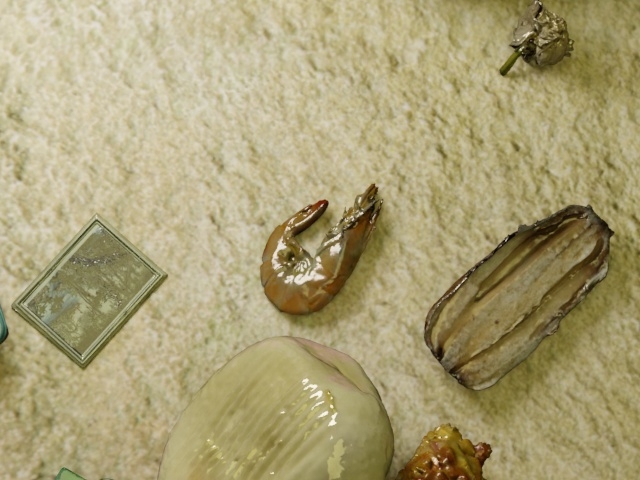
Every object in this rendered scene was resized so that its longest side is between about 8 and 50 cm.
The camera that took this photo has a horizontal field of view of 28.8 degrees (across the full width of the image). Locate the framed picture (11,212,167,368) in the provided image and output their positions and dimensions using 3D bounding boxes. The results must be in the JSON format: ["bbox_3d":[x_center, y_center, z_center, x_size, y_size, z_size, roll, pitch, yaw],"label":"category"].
[{"bbox_3d":[-0.333,0.071,1.799,0.142,0.011,0.183,41,80,4],"label":"framed picture"}]

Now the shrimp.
[{"bbox_3d":[0.001,0.001,1.822,0.133,0.053,0.236,32,82,23],"label":"shrimp"}]

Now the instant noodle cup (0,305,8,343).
[{"bbox_3d":[-0.530,0.085,1.755,0.157,0.070,0.179,-18,82,-5],"label":"instant noodle cup"}]

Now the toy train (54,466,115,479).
[{"bbox_3d":[-0.331,0.436,1.635,0.145,0.202,0.266,28,76,4],"label":"toy train"}]

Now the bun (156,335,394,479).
[{"bbox_3d":[-0.042,0.304,1.661,0.213,0.361,0.361,35,76,-40],"label":"bun"}]

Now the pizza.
[{"bbox_3d":[0.184,0.345,1.683,0.289,0.081,0.228,32,43,-36],"label":"pizza"}]

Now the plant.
[{"bbox_3d":[0.311,-0.296,1.864,0.122,0.116,0.104,-36,69,11],"label":"plant"}]

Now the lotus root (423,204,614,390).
[{"bbox_3d":[0.282,0.067,1.811,0.329,0.078,0.167,-38,107,-11],"label":"lotus root"}]
